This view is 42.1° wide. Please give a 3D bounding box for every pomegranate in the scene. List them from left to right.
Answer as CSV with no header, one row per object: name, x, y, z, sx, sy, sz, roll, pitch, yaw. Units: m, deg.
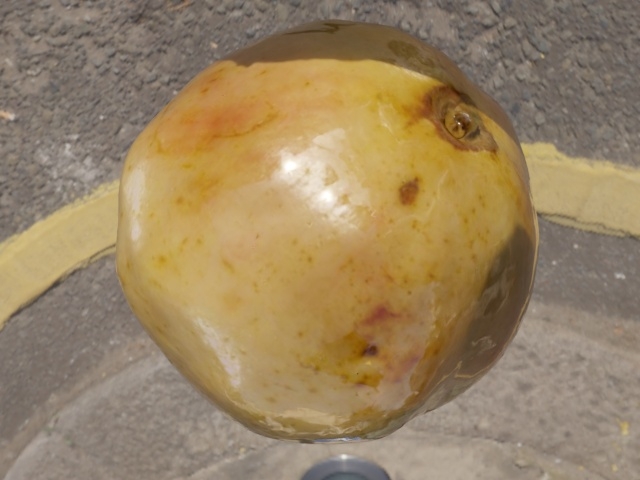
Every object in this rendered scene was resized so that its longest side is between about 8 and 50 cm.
pomegranate,0.000,0.000,0.790,0.411,0.411,0.412,2,119,3
